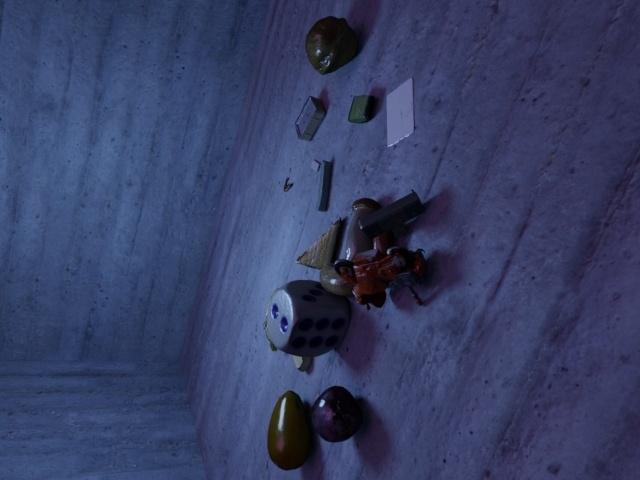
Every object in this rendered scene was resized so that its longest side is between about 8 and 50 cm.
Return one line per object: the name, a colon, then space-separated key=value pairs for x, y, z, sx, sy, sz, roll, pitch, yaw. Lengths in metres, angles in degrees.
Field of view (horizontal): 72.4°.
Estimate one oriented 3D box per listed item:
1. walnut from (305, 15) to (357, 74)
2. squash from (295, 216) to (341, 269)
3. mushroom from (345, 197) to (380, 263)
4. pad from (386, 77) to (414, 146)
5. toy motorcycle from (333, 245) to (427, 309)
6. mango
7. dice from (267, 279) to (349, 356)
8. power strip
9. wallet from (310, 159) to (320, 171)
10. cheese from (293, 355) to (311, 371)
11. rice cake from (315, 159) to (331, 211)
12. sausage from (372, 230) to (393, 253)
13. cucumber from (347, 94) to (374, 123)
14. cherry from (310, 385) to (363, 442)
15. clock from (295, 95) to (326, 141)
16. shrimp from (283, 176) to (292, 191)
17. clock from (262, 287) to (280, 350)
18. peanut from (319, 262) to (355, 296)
walnut: x=0.042 y=-0.901 z=2.028 sx=0.283 sy=0.228 sz=0.282 roll=-53 pitch=27 yaw=41
squash: x=0.000 y=0.000 z=1.952 sx=0.170 sy=0.093 sz=0.251 roll=14 pitch=96 yaw=16
mushroom: x=0.159 y=0.007 z=1.655 sx=0.128 sy=0.129 sz=0.349 roll=-16 pitch=64 yaw=59
pad: x=0.301 y=-0.485 z=1.665 sx=0.157 sy=0.004 sz=0.231 roll=-20 pitch=64 yaw=57
toy motorcycle: x=0.211 y=0.125 z=1.468 sx=0.326 sy=0.221 sz=0.147 roll=-16 pitch=30 yaw=39
mango: x=-0.138 y=0.821 z=1.897 sx=0.211 sy=0.173 sz=0.316 roll=-45 pitch=38 yaw=46
dice: x=-0.053 y=0.316 z=1.804 sx=0.251 sy=0.260 sz=0.242 roll=40 pitch=119 yaw=56
power strip: x=0.249 y=-0.071 z=1.492 sx=0.216 sy=0.145 sz=0.061 roll=-26 pitch=50 yaw=12
wallet: x=-0.026 y=-0.378 z=2.210 sx=0.083 sy=0.011 sz=0.044 roll=45 pitch=121 yaw=55
cheese: x=-0.105 y=0.485 z=2.053 sx=0.127 sy=0.050 sz=0.255 roll=-66 pitch=32 yaw=25
rice cake: x=0.015 y=-0.256 z=2.065 sx=0.042 sy=0.045 sz=0.244 roll=-4 pitch=79 yaw=63
sausage: x=0.226 y=-0.001 z=1.582 sx=0.076 sy=0.077 sz=0.197 roll=-22 pitch=62 yaw=57
cucumber: x=0.180 y=-0.552 z=1.842 sx=0.117 sy=0.062 sz=0.115 roll=22 pitch=103 yaw=53
cherry: x=0.058 y=0.636 z=1.589 sx=0.195 sy=0.195 sz=0.194 roll=-26 pitch=59 yaw=56
clock: x=-0.056 y=-0.630 z=2.276 sx=0.192 sy=0.071 sz=0.146 roll=-55 pitch=38 yaw=38
shrimp: x=-0.183 y=-0.322 z=2.465 sx=0.114 sy=0.023 sz=0.083 roll=-27 pitch=56 yaw=60
clock: x=-0.205 y=0.388 z=2.239 sx=0.293 sy=0.071 sz=0.277 roll=-67 pitch=28 yaw=23
peanut: x=0.075 y=0.154 z=1.764 sx=0.137 sy=0.122 sz=0.253 roll=-43 pitch=20 yaw=-20
